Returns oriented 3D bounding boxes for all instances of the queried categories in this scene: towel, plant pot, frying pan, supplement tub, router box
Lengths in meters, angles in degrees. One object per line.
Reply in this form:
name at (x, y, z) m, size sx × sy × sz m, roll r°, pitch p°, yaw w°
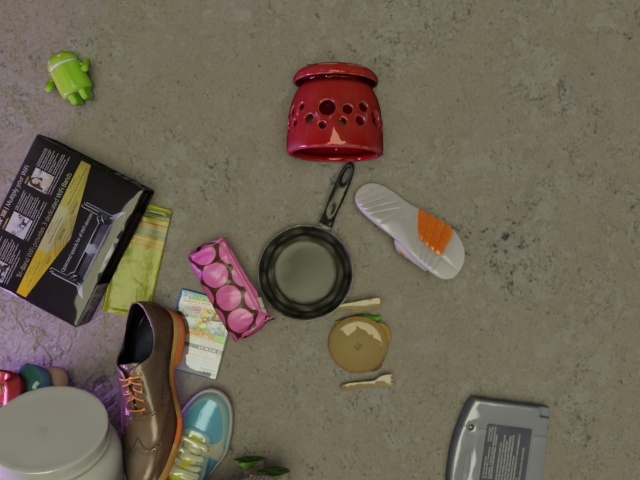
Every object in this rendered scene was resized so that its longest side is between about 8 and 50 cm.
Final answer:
towel at (-0.380, 0.040, 1.552) m, size 0.102 × 0.021 × 0.237 m, roll 12°, pitch 91°, yaw -2°
plant pot at (0.030, -0.251, 1.480) m, size 0.191 × 0.191 × 0.174 m, roll 2°, pitch 89°, yaw -3°
frying pan at (-0.030, 0.002, 1.551) m, size 0.197 × 0.053 × 0.326 m, roll 1°, pitch 84°, yaw 3°
supplement tub at (-0.471, 0.448, 1.350) m, size 0.235 × 0.235 × 0.325 m, roll 4°, pitch 122°, yaw -3°
router box at (-0.513, -0.019, 1.502) m, size 0.242 × 0.081 × 0.309 m, roll 28°, pitch 92°, yaw 2°

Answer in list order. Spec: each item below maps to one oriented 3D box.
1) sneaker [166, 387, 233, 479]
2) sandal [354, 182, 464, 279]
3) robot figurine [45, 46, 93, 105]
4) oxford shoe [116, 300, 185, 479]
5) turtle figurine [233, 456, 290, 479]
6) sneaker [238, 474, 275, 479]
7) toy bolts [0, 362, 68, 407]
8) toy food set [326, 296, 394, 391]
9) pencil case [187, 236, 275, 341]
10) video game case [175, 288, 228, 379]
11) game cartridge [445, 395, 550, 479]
sneaker at (-0.267, 0.455, 1.475) m, size 0.127 × 0.208 × 0.319 m, roll 23°, pitch 90°, yaw -1°
sandal at (0.183, -0.020, 1.554) m, size 0.265 × 0.076 × 0.102 m, roll 40°, pitch 73°, yaw 10°
robot figurine at (-0.503, -0.329, 1.513) m, size 0.101 × 0.067 × 0.115 m, roll -27°, pitch 92°, yaw 10°
oxford shoe at (-0.346, 0.294, 1.440) m, size 0.129 × 0.133 × 0.364 m, roll -12°, pitch 65°, yaw 18°
turtle figurine at (-0.159, 0.581, 1.491) m, size 0.274 × 0.198 × 0.266 m, roll 4°, pitch 88°, yaw -6°
sneaker at (-0.181, 0.562, 1.385) m, size 0.282 × 0.102 × 0.161 m, roll -30°, pitch 103°, yaw -20°
toy bolts at (-0.605, 0.348, 1.520) m, size 0.218 × 0.158 × 0.229 m, roll 21°, pitch 103°, yaw 37°
toy food set at (0.083, 0.216, 1.575) m, size 0.132 × 0.038 × 0.192 m, roll -9°, pitch 97°, yaw 5°
pencil case at (-0.180, 0.093, 1.517) m, size 0.098 × 0.095 × 0.209 m, roll -35°, pitch 86°, yaw 40°
video game case at (-0.253, 0.195, 1.565) m, size 0.119 × 0.015 × 0.166 m, roll 15°, pitch 91°, yaw -2°
game cartridge at (0.366, 0.481, 1.583) m, size 0.196 × 0.060 × 0.294 m, roll 8°, pitch 91°, yaw -6°
